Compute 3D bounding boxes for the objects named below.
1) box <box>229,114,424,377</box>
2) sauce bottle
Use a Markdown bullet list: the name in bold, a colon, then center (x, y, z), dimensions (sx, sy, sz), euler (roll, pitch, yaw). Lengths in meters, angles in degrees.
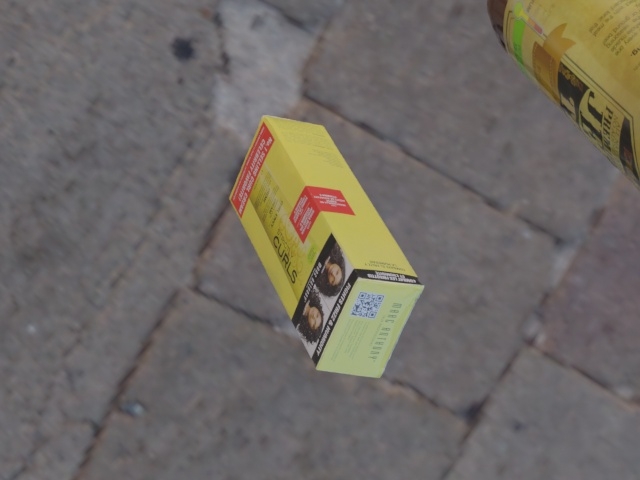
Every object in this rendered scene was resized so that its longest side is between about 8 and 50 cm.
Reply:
- **box**: center (0.000, 0.000, 1.461), dimensions (0.058, 0.232, 0.087), euler (10, 120, -26)
- **sauce bottle**: center (0.212, -0.074, 1.101), dimensions (0.111, 0.344, 0.111), euler (-12, 126, -18)
